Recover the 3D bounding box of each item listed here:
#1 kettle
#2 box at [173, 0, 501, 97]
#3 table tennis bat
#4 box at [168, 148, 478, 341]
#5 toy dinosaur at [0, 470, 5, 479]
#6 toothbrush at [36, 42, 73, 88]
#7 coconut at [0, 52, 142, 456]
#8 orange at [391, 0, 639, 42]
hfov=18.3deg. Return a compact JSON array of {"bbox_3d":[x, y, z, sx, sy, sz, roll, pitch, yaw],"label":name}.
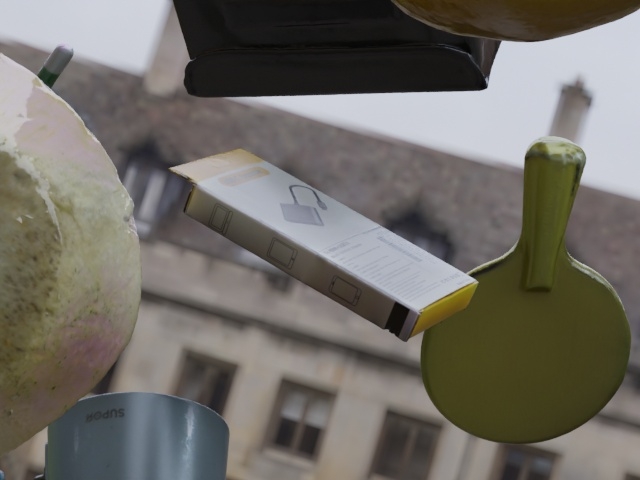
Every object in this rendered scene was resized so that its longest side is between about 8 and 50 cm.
[{"bbox_3d":[-0.185,0.272,1.681,0.210,0.243,0.160,-6,-32,11],"label":"kettle"},{"bbox_3d":[0.026,-0.306,2.171,0.345,0.251,0.204,0,-54,21],"label":"box"},{"bbox_3d":[0.220,0.058,2.078,0.224,0.369,0.054,0,29,-6],"label":"table tennis bat"},{"bbox_3d":[0.000,0.000,1.638,0.247,0.033,0.129,30,23,20],"label":"box"},{"bbox_3d":[-0.306,0.165,1.305,0.197,0.045,0.080,-4,11,1],"label":"toy dinosaur"},{"bbox_3d":[-0.292,-0.088,1.807,0.018,0.024,0.257,21,-53,-30],"label":"toothbrush"},{"bbox_3d":[-0.223,0.005,1.098,0.259,0.259,0.259,16,-10,3],"label":"coconut"},{"bbox_3d":[0.122,-0.256,1.203,0.279,0.279,0.235,12,-21,28],"label":"orange"}]
